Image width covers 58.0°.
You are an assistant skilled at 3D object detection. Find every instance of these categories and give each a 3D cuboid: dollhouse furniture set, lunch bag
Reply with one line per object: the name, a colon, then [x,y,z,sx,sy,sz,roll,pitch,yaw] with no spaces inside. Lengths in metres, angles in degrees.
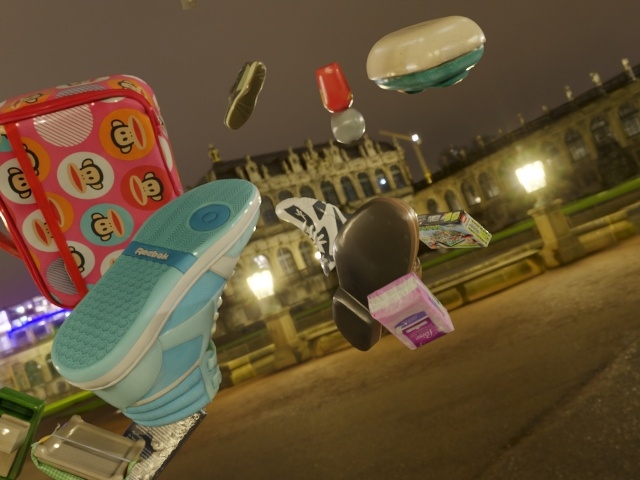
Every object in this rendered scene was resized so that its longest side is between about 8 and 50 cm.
dollhouse furniture set: [-0.481,0.395,0.998,0.302,0.151,0.197,22,-3,-4]
lunch bag: [-0.315,-0.057,0.770,0.258,0.293,0.120,-16,32,-8]

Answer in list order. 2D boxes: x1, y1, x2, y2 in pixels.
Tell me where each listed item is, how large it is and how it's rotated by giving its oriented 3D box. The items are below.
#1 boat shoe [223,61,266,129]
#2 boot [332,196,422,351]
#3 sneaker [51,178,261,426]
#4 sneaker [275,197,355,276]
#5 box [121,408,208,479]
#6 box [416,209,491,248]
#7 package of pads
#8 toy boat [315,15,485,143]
boat shoe: [-0.237,-0.437,1.731,0.073,0.223,0.080,19,-9,31]
boot: [0.091,0.033,0.795,0.115,0.112,0.305,-34,-26,-26]
sneaker: [-0.163,0.084,0.727,0.127,0.208,0.319,17,55,33]
sneaker: [0.000,0.000,1.307,0.235,0.153,0.094,16,-20,-5]
box: [-0.347,0.418,1.232,0.207,0.108,0.153,-51,-4,-19]
box: [0.323,-0.025,1.481,0.207,0.114,0.036,-4,53,61]
package of pads: [0.082,0.066,0.526,0.050,0.032,0.083,-29,-43,16]
toy boat: [0.143,-0.310,1.105,0.318,0.148,0.267,-28,22,-14]
